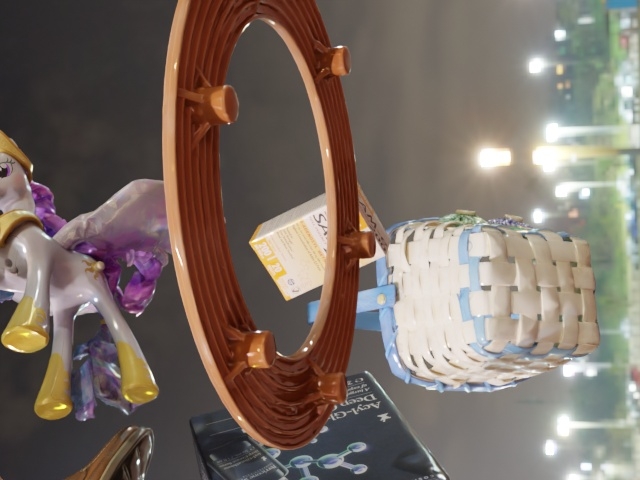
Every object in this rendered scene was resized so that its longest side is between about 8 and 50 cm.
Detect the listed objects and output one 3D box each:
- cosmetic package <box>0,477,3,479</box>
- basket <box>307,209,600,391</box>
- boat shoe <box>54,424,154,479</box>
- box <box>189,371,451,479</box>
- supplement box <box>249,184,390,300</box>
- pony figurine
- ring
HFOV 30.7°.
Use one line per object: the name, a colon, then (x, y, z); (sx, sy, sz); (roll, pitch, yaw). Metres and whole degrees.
cosmetic package: (-0.419, 0.502, 1.726); (0.129, 0.296, 0.153); (-44, -3, -24)
basket: (0.161, 0.075, 1.345); (0.254, 0.289, 0.201); (6, -109, -37)
boat shoe: (-0.348, 0.375, 1.662); (0.307, 0.104, 0.111); (-58, -27, -43)
box: (0.002, 0.383, 1.640); (0.395, 0.293, 0.212); (-133, 32, -66)
supplement box: (0.000, 0.000, 0.962); (0.062, 0.098, 0.036); (58, -158, -16)
pony figurine: (-0.305, 0.041, 1.427); (0.351, 0.302, 0.363); (36, -153, -46)
ring: (-0.017, -0.035, 0.755); (0.336, 0.032, 0.337); (-4, -90, -72)
